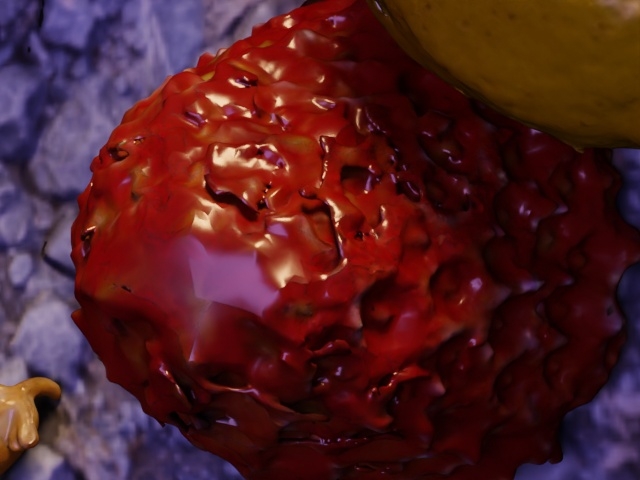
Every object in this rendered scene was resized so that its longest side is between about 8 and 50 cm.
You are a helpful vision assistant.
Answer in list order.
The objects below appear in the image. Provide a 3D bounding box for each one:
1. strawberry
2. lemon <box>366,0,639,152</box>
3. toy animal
[{"bbox_3d":[0.000,0.000,0.545,0.234,0.178,0.234,0,91,22],"label":"strawberry"},{"bbox_3d":[0.098,-0.141,0.472,0.204,0.204,0.260,-33,78,25],"label":"lemon"},{"bbox_3d":[-0.164,0.108,0.710,0.060,0.081,0.083,32,141,18],"label":"toy animal"}]
